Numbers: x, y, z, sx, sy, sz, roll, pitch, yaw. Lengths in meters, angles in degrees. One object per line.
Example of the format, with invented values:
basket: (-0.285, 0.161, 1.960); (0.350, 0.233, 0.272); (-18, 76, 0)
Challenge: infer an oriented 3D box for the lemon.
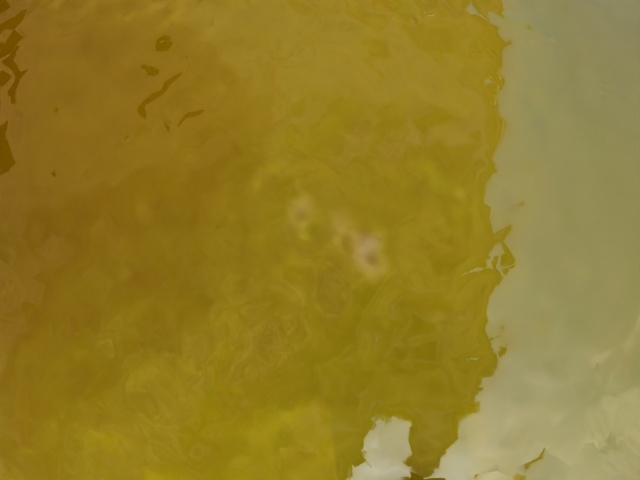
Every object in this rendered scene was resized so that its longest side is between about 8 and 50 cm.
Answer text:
lemon: (0.000, 0.000, 0.659); (0.348, 0.348, 0.348); (-24, -121, 47)
